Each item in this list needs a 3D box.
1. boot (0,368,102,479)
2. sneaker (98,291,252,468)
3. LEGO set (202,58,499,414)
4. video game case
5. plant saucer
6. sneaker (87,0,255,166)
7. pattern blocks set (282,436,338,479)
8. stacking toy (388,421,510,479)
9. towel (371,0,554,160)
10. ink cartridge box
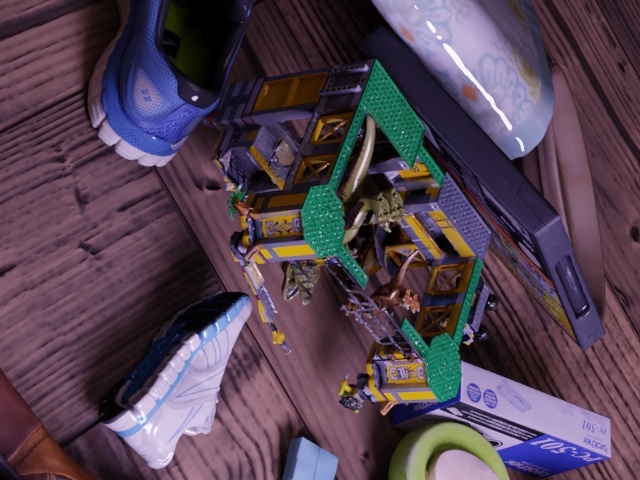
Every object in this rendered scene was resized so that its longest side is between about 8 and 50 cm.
[{"bbox_3d":[-0.181,0.186,1.427,0.280,0.096,0.264,23,20,-49],"label":"boot"},{"bbox_3d":[-0.111,0.120,1.562,0.191,0.071,0.083,-49,117,-38],"label":"sneaker"},{"bbox_3d":[0.000,0.000,1.645,0.331,0.192,0.255,42,52,-44],"label":"LEGO set"},{"bbox_3d":[0.154,-0.047,1.709,0.275,0.035,0.248,50,-4,32],"label":"video game case"},{"bbox_3d":[0.251,-0.045,1.896,0.278,0.041,0.278,-10,90,-74],"label":"plant saucer"},{"bbox_3d":[-0.113,-0.232,1.651,0.129,0.147,0.330,22,57,-35],"label":"sneaker"},{"bbox_3d":[0.003,0.348,1.584,0.285,0.026,0.325,42,49,-22],"label":"pattern blocks set"},{"bbox_3d":[0.153,0.302,1.610,0.309,0.130,0.279,-33,92,-43],"label":"stacking toy"},{"bbox_3d":[0.103,-0.271,1.810,0.320,0.090,0.374,48,18,-19],"label":"towel"},{"bbox_3d":[0.177,0.176,1.770,0.207,0.097,0.046,22,58,-34],"label":"ink cartridge box"}]
